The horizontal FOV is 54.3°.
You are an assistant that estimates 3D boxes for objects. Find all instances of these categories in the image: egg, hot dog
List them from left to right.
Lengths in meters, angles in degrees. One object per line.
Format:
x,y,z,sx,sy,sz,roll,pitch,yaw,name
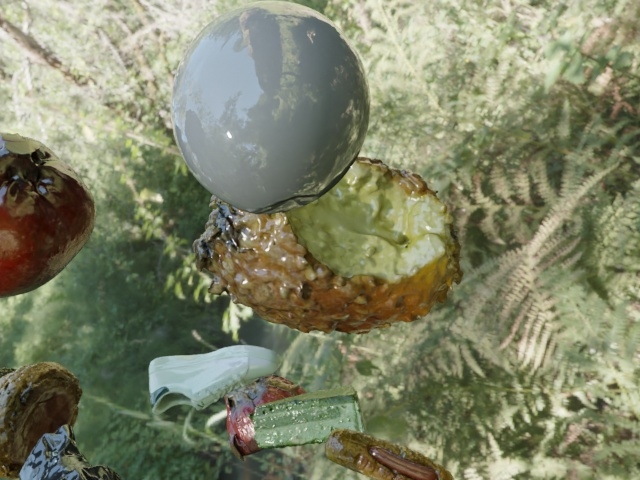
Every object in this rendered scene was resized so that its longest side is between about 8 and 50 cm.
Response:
-0.042,-0.115,0.552,0.231,0.176,0.176,-92,27,-57,egg
0.112,0.344,0.968,0.047,0.216,0.066,114,180,-50,hot dog

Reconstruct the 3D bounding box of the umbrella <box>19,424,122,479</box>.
-0.114,0.178,0.340,0.236,0.059,0.066,16,131,52,umbrella

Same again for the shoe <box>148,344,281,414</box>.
-0.207,0.277,1.209,0.095,0.265,0.110,73,-167,-50,shoe

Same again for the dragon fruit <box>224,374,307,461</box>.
-0.146,0.377,1.445,0.219,0.148,0.224,-29,7,33,dragon fruit

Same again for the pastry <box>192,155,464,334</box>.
0.004,0.006,0.999,0.337,0.406,0.292,136,138,-60,pastry

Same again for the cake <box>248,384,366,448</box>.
-0.023,0.373,1.316,0.099,0.236,0.100,-4,-97,-81,cake

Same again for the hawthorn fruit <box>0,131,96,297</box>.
-0.571,-0.037,1.142,0.295,0.295,0.311,-132,50,-63,hawthorn fruit

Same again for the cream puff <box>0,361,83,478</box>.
-0.502,0.265,0.995,0.183,0.169,0.183,16,-90,-72,cream puff
